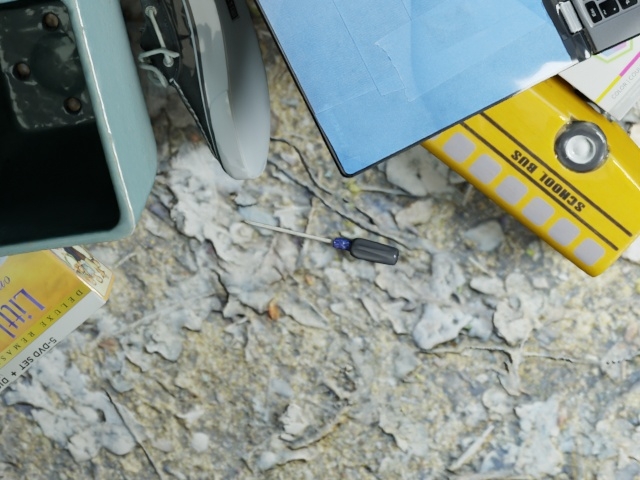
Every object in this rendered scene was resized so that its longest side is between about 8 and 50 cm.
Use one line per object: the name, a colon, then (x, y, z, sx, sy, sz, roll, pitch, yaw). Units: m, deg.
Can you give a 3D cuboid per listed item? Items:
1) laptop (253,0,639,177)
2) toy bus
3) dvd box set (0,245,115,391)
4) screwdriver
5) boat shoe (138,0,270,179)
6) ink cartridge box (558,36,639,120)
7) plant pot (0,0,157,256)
laptop: (0.137, -0.317, 1.537, 0.408, 0.236, 0.382, -22, 96, 49)
toy bus: (0.183, -0.120, 1.740, 0.332, 0.108, 0.130, 37, 117, -7)
dvd box set: (-0.476, 0.005, 1.908, 0.307, 0.062, 0.420, -38, 111, 24)
screwdriver: (0.000, 0.000, 1.873, 0.169, 0.025, 0.024, 11, 115, 5)
boat shoe: (-0.133, -0.203, 1.761, 0.104, 0.113, 0.306, -10, 109, 22)
ink cartridge box: (0.243, -0.225, 1.706, 0.209, 0.062, 0.109, 38, 115, -7)
plant pot: (-0.288, -0.141, 1.736, 0.247, 0.252, 0.247, -8, 108, 14)
